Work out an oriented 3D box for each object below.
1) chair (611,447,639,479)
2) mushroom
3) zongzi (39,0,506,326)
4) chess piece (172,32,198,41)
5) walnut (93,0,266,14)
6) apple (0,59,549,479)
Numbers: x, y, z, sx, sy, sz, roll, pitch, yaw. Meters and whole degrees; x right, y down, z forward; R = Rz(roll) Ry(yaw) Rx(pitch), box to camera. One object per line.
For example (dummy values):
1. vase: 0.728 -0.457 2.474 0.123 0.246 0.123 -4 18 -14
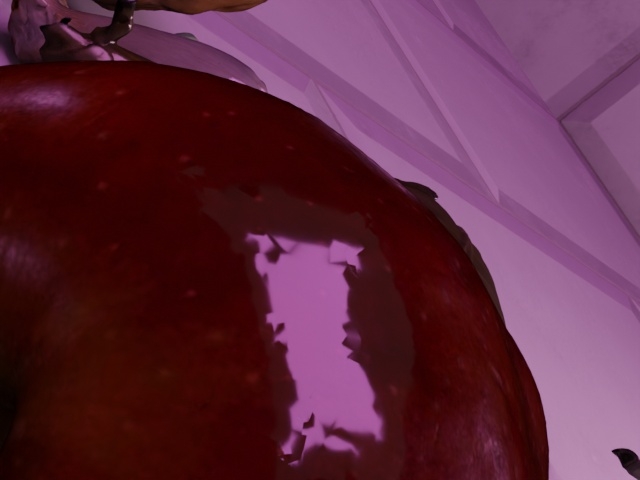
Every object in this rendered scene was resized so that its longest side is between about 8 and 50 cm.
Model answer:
1. chair: 0.232 0.294 0.992 0.274 0.203 0.191 26 40 -38
2. mushroom: -0.122 -0.103 1.020 0.225 0.093 0.116 27 -14 -1
3. zongzi: -0.019 -0.022 0.889 0.418 0.181 0.447 59 11 -24
4. chess piece: -0.108 -0.108 1.170 0.103 0.067 0.067 64 19 10
5. walnut: -0.128 -0.333 1.203 0.306 0.306 0.344 46 22 -17
6. apple: -0.056 0.088 0.530 0.317 0.288 0.288 41 18 -52
